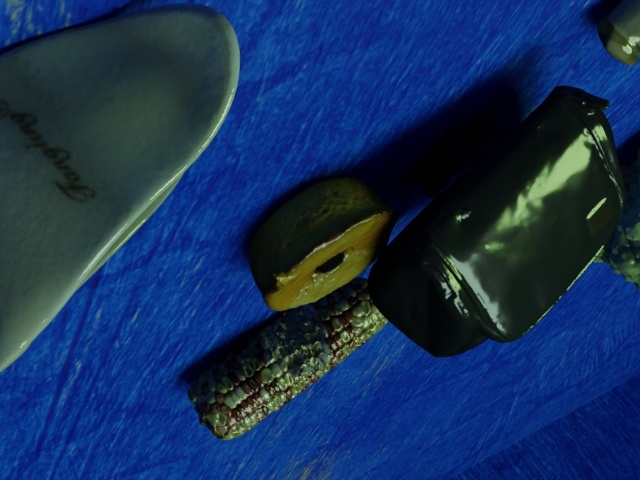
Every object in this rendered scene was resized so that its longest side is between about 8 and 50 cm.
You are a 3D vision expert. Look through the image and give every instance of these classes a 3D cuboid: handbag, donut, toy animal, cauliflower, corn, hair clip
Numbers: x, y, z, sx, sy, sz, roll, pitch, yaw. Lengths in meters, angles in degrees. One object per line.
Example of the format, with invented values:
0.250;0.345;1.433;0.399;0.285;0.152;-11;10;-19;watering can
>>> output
0.219;-0.009;1.528;0.302;0.178;0.275;-44;-179;-14;handbag
-0.002;0.000;1.473;0.174;0.074;0.190;-36;164;-2;donut
0.154;-0.104;1.524;0.135;0.047;0.065;-51;167;31;toy animal
0.523;-0.057;1.994;0.327;0.281;0.260;-17;144;25;cauliflower
-0.032;0.140;1.687;0.290;0.098;0.098;-34;159;-6;corn
-0.178;-0.058;0.969;0.282;0.172;0.113;-37;169;-22;hair clip

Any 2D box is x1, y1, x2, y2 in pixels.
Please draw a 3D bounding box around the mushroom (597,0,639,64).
0.455;-0.301;1.499;0.351;0.097;0.109;-28;153;-9;mushroom
